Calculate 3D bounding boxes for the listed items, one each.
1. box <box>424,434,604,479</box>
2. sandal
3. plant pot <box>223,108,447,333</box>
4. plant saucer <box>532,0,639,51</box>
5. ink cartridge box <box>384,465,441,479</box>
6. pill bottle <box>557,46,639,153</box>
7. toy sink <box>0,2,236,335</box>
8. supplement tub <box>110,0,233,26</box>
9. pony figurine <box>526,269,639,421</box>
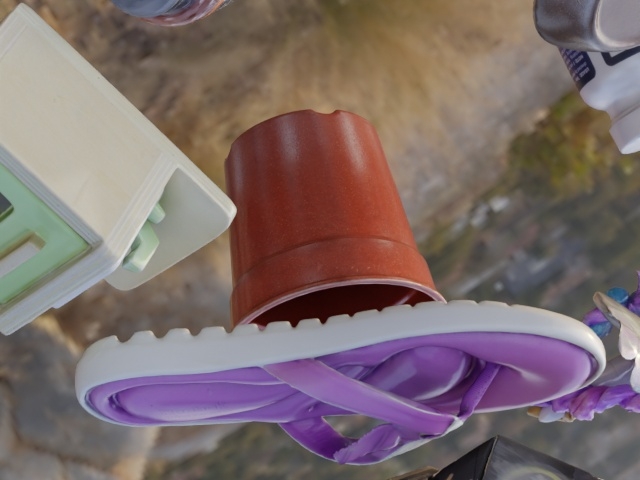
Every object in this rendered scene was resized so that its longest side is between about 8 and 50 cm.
[{"bbox_3d":[0.197,0.281,1.364,0.097,0.318,0.395,-66,-174,-22],"label":"box"},{"bbox_3d":[0.013,0.128,1.387,0.416,0.102,0.169,-6,155,17],"label":"sandal"},{"bbox_3d":[0.000,0.000,2.217,0.272,0.265,0.272,-8,152,-5],"label":"plant pot"},{"bbox_3d":[0.189,-0.160,0.977,0.168,0.029,0.168,-30,154,-16],"label":"plant saucer"},{"bbox_3d":[0.072,0.352,1.771,0.193,0.088,0.234,-3,109,-62],"label":"ink cartridge box"},{"bbox_3d":[0.350,-0.245,2.105,0.153,0.264,0.153,-23,170,-4],"label":"pill bottle"},{"bbox_3d":[-0.207,-0.029,1.350,0.153,0.234,0.131,-30,-157,40],"label":"toy sink"},{"bbox_3d":[-0.103,-0.226,1.411,0.106,0.106,0.198,-43,-178,25],"label":"supplement tub"},{"bbox_3d":[0.391,0.142,1.883,0.363,0.302,0.351,-21,-165,-4],"label":"pony figurine"}]
